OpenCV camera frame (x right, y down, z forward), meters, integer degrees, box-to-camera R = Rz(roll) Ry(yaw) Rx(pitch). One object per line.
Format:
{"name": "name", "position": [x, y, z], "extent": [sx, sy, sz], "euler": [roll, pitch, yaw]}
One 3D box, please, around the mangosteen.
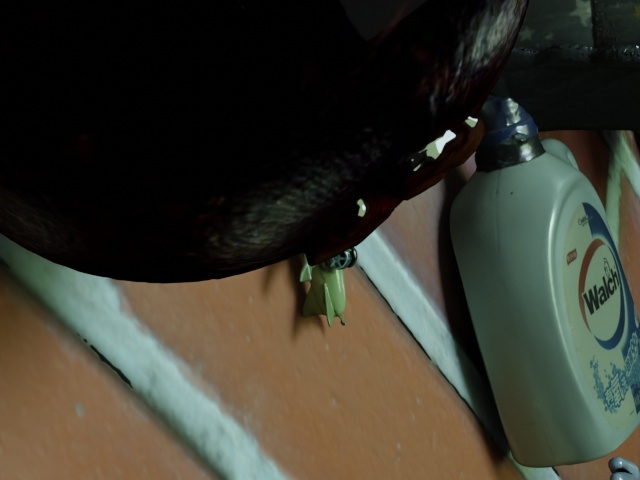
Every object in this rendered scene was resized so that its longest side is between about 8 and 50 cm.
{"name": "mangosteen", "position": [-0.071, -0.149, 0.768], "extent": [0.347, 0.307, 0.307], "euler": [51, 26, 8]}

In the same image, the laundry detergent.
{"name": "laundry detergent", "position": [0.175, 0.016, 1.366], "extent": [0.215, 0.105, 0.280], "euler": [-35, 110, -61]}

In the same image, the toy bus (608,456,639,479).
{"name": "toy bus", "position": [0.309, 0.306, 1.440], "extent": [0.294, 0.197, 0.231], "euler": [26, 47, -56]}

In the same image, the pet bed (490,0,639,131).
{"name": "pet bed", "position": [0.249, -0.155, 1.455], "extent": [0.183, 0.211, 0.159], "euler": [18, 74, -61]}

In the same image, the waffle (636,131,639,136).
{"name": "waffle", "position": [0.342, -0.173, 1.641], "extent": [0.312, 0.060, 0.307], "euler": [130, -55, -78]}

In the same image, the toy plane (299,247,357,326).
{"name": "toy plane", "position": [0.000, 0.000, 1.096], "extent": [0.102, 0.040, 0.111], "euler": [-2, 84, -82]}
